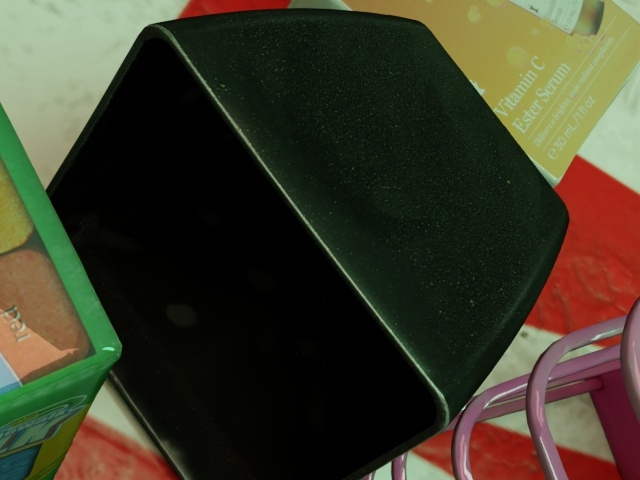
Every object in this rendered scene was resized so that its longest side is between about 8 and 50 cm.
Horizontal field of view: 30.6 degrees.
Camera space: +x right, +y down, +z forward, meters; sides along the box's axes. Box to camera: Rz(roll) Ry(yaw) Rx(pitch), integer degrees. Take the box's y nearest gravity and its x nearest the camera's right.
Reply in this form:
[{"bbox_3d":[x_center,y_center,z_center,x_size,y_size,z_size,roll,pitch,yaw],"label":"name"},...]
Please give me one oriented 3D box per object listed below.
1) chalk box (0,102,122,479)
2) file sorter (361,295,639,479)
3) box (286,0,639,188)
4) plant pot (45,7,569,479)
[{"bbox_3d":[-0.192,0.017,0.397,0.179,0.289,0.180,-22,78,-26],"label":"chalk box"},{"bbox_3d":[0.153,0.128,0.482,0.182,0.291,0.202,-12,73,-21],"label":"file sorter"},{"bbox_3d":[0.076,-0.108,0.662,0.170,0.091,0.130,39,61,-2],"label":"box"},{"bbox_3d":[0.000,0.000,0.548,0.167,0.187,0.188,-32,82,-41],"label":"plant pot"}]
